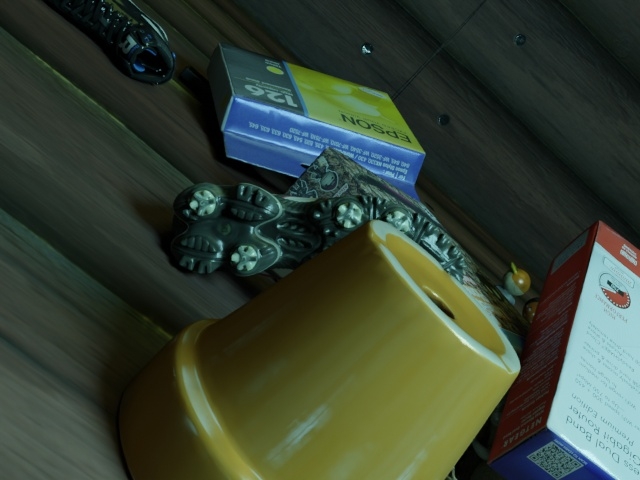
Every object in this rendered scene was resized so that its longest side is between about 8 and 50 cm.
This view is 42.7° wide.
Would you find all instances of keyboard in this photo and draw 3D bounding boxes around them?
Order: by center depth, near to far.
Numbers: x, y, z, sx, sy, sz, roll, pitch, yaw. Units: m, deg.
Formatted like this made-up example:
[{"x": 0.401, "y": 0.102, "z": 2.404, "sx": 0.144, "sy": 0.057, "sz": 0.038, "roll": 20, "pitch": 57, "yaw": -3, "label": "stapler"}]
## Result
[{"x": -0.144, "y": -0.205, "z": 1.282, "sx": 0.180, "sy": 0.023, "sz": 0.108, "roll": 39, "pitch": 9, "yaw": -15, "label": "keyboard"}]

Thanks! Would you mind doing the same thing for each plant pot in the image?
[{"x": 0.013, "y": 0.096, "z": 0.515, "sx": 0.205, "sy": 0.188, "sz": 0.205, "roll": 40, "pitch": 15, "yaw": -13, "label": "plant pot"}]

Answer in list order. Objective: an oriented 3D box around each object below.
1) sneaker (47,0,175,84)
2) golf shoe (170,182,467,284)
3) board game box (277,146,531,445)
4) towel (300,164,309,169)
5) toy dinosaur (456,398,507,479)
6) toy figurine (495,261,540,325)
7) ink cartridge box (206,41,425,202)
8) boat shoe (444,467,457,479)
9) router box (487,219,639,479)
[{"x": -0.266, "y": -0.282, "z": 1.046, "sx": 0.217, "sy": 0.079, "sz": 0.121, "roll": 33, "pitch": 17, "yaw": -41, "label": "sneaker"}, {"x": 0.000, "y": 0.000, "z": 0.764, "sx": 0.273, "sy": 0.105, "sz": 0.120, "roll": 14, "pitch": 4, "yaw": 0, "label": "golf shoe"}, {"x": 0.095, "y": 0.068, "z": 0.912, "sx": 0.232, "sy": 0.141, "sz": 0.291, "roll": 24, "pitch": 24, "yaw": -53, "label": "board game box"}, {"x": 0.028, "y": -0.099, "z": 1.380, "sx": 0.329, "sy": 0.037, "sz": 0.237, "roll": 56, "pitch": 17, "yaw": 21, "label": "towel"}, {"x": 0.241, "y": 0.278, "z": 0.831, "sx": 0.313, "sy": 0.121, "sz": 0.160, "roll": 47, "pitch": 26, "yaw": -7, "label": "toy dinosaur"}, {"x": 0.366, "y": 0.158, "z": 1.373, "sx": 0.209, "sy": 0.148, "sz": 0.213, "roll": 41, "pitch": 15, "yaw": -12, "label": "toy figurine"}, {"x": -0.004, "y": -0.175, "z": 1.203, "sx": 0.304, "sy": 0.072, "sz": 0.307, "roll": 14, "pitch": 26, "yaw": -22, "label": "ink cartridge box"}, {"x": 0.093, "y": 0.199, "z": 0.699, "sx": 0.170, "sy": 0.059, "sz": 0.063, "roll": 51, "pitch": 16, "yaw": 26, "label": "boat shoe"}, {"x": 0.345, "y": 0.182, "z": 0.770, "sx": 0.335, "sy": 0.082, "sz": 0.301, "roll": 37, "pitch": 43, "yaw": -2, "label": "router box"}]
